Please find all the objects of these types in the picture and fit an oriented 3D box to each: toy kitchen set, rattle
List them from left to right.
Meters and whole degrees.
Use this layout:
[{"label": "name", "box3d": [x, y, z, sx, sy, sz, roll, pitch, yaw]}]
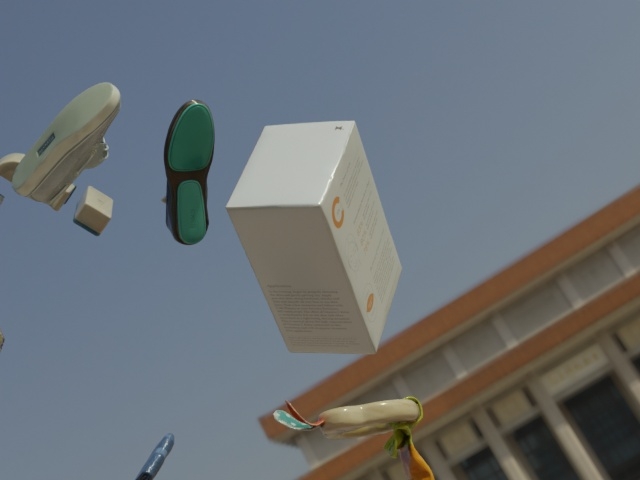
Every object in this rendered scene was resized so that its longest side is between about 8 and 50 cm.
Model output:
[{"label": "toy kitchen set", "box3d": [-0.493, -0.045, 1.965, 0.166, 0.207, 0.122, -54, 16, 9]}, {"label": "rattle", "box3d": [0.042, 0.266, 1.411, 0.130, 0.142, 0.200, -5, -6, 44]}]

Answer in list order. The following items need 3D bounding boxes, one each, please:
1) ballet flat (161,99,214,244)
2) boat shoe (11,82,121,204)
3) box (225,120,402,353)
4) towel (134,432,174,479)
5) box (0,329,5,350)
[{"label": "ballet flat", "box3d": [-0.186, -0.095, 1.546, 0.074, 0.074, 0.203, -11, -70, -41]}, {"label": "boat shoe", "box3d": [-0.360, -0.140, 1.673, 0.227, 0.079, 0.081, -42, -47, 19]}, {"label": "box", "box3d": [0.000, 0.000, 1.905, 0.168, 0.215, 0.345, -1, -47, 22]}, {"label": "towel", "box3d": [-0.325, 0.436, 2.225, 0.067, 0.029, 0.119, -51, 5, 37]}, {"label": "box", "box3d": [-0.512, 0.154, 1.124, 0.290, 0.279, 0.177, 1, -40, 8]}]
